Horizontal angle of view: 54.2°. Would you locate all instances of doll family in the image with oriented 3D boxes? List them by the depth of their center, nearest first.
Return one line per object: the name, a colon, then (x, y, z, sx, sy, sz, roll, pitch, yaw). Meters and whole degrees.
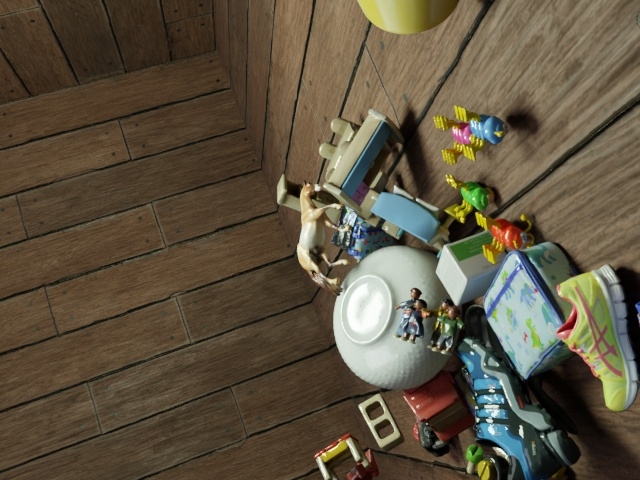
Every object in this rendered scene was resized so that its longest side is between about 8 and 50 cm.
doll family: (0.214, 0.156, 1.248, 0.193, 0.076, 0.111, 12, 85, 40)

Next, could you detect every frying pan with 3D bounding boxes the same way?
frying pan: (0.371, 0.219, 1.184, 0.326, 0.053, 0.197, -172, 63, -74)

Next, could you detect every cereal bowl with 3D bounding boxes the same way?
cereal bowl: (0.148, 0.167, 1.439, 0.339, 0.141, 0.338, -21, 60, 43)

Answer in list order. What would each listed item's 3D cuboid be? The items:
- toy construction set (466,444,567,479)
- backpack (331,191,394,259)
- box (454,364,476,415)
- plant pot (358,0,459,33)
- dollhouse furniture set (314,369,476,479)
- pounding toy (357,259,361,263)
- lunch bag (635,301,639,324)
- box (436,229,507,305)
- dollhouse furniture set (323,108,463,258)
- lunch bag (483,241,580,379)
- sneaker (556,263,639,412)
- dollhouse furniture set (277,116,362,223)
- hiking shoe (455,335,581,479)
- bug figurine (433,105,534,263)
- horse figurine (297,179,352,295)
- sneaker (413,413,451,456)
toy construction set: (0.382, 0.442, 1.207, 0.309, 0.258, 0.237, -84, 0, -68)
backpack: (0.127, -0.051, 1.643, 0.117, 0.158, 0.173, 34, 119, 48)
box: (0.361, 0.325, 1.408, 0.179, 0.043, 0.105, 99, 150, -62)
plant pot: (0.124, -0.441, 0.905, 0.239, 0.254, 0.254, 59, -173, -67)
dollhouse furniture set: (0.173, 0.445, 1.525, 0.201, 0.374, 0.152, 52, -174, -50)
pounding toy: (0.141, 0.128, 1.814, 0.154, 0.155, 0.269, -133, 27, -73)
lunch bag: (0.450, 0.193, 0.689, 0.293, 0.138, 0.220, -99, -6, -81)
box: (0.288, 0.052, 1.180, 0.102, 0.101, 0.087, 90, 157, -57)
dollhouse furniture set: (0.213, -0.101, 1.367, 0.303, 0.198, 0.286, 32, 180, 27)
lunch bag: (0.352, 0.115, 1.029, 0.219, 0.090, 0.176, 95, 156, -60)
sneaker: (0.381, 0.140, 0.874, 0.081, 0.094, 0.208, -32, -70, -76)
dollhouse furniture set: (0.010, -0.188, 1.582, 0.212, 0.161, 0.242, -99, 32, -63)
hiking shoe: (0.305, 0.290, 1.095, 0.113, 0.132, 0.304, 43, -172, -36)
bug figurine: (0.276, -0.112, 1.062, 0.216, 0.072, 0.278, -119, 10, -64)
horse figurine: (0.000, 0.000, 1.453, 0.175, 0.066, 0.263, 17, 111, 48)
sneaker: (0.313, 0.501, 1.750, 0.135, 0.098, 0.276, -125, 19, -54)
